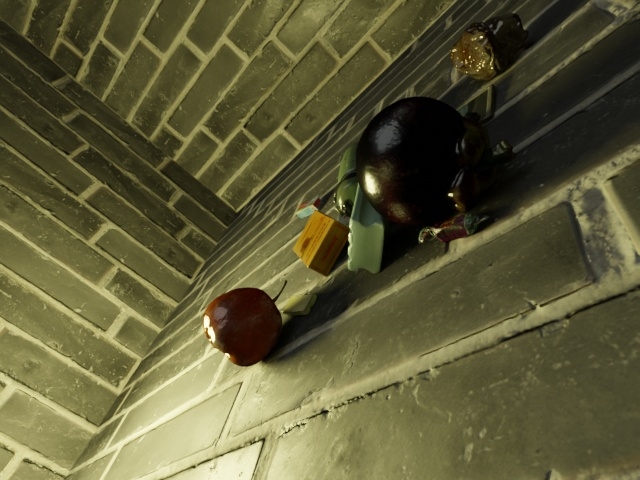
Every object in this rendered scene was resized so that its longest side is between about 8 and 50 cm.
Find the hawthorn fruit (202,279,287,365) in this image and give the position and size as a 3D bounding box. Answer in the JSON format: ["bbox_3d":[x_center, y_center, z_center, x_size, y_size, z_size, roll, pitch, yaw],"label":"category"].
[{"bbox_3d":[-0.224,0.247,1.307,0.263,0.231,0.235,-48,42,14],"label":"hawthorn fruit"}]

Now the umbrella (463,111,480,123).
[{"bbox_3d":[0.390,-0.261,1.160,0.066,0.059,0.235,-52,15,44],"label":"umbrella"}]

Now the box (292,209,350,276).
[{"bbox_3d":[0.000,0.000,1.490,0.174,0.076,0.274,-60,17,2],"label":"box"}]

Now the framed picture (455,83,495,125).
[{"bbox_3d":[0.420,-0.354,1.356,0.260,0.023,0.189,-31,27,44],"label":"framed picture"}]

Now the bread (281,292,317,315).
[{"bbox_3d":[-0.066,0.199,1.360,0.154,0.028,0.068,-20,34,57],"label":"bread"}]

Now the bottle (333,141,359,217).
[{"bbox_3d":[0.134,-0.199,1.468,0.168,0.168,0.347,-39,18,30],"label":"bottle"}]

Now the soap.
[{"bbox_3d":[0.133,-0.056,1.193,0.265,0.088,0.159,-73,-14,-54],"label":"soap"}]

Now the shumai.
[{"bbox_3d":[0.549,-0.606,1.405,0.185,0.183,0.218,-15,3,-5],"label":"shumai"}]

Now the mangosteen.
[{"bbox_3d":[0.231,-0.162,0.998,0.297,0.297,0.313,-45,55,14],"label":"mangosteen"}]

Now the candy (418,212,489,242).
[{"bbox_3d":[0.284,-0.024,0.946,0.175,0.043,0.045,-18,33,53],"label":"candy"}]

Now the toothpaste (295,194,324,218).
[{"bbox_3d":[-0.047,-0.157,2.051,0.070,0.044,0.193,-55,18,-23],"label":"toothpaste"}]

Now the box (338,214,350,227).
[{"bbox_3d":[0.108,-0.095,1.558,0.109,0.029,0.198,-42,17,24],"label":"box"}]
